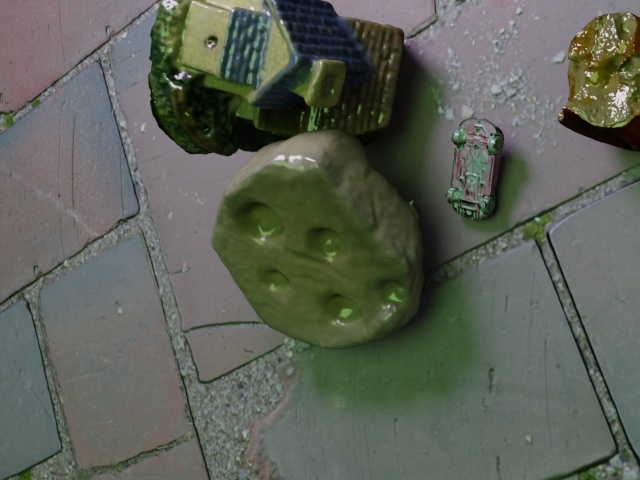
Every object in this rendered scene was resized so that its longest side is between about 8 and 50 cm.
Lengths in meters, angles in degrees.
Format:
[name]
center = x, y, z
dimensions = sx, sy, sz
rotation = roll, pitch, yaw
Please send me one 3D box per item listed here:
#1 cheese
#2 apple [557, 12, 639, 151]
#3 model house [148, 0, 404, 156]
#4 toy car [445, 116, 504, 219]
[cheese]
center = 0.000, 0.000, 1.543
dimensions = 0.318, 0.115, 0.326
rotation = 24, 134, 17
[apple]
center = 0.376, -0.194, 1.354
dimensions = 0.158, 0.147, 0.156
rotation = -69, 21, -2
[model house]
center = -0.045, -0.220, 1.575
dimensions = 0.266, 0.321, 0.261
rotation = 19, 104, 35
[toy car]
center = 0.216, -0.098, 1.518
dimensions = 0.069, 0.055, 0.142
rotation = 17, 110, 38
